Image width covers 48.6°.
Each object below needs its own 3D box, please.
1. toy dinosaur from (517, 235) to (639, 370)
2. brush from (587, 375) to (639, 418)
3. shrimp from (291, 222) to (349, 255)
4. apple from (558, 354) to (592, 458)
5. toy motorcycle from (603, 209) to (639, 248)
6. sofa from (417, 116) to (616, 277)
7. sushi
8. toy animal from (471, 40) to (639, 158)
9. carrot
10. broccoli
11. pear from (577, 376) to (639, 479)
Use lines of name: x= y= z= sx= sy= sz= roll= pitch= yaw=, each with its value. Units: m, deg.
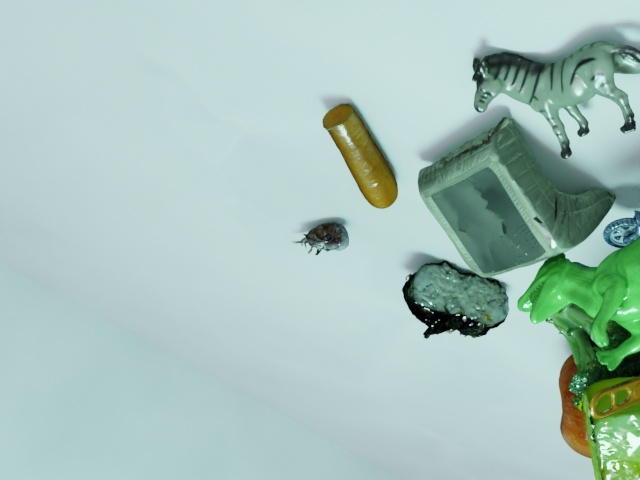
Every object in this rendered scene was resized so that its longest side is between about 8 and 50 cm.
toy dinosaur: x=0.509 y=-0.028 z=0.930 sx=0.144 sy=0.500 sz=0.374 roll=38 pitch=-175 yaw=-18
brush: x=0.492 y=0.181 z=0.972 sx=0.017 sy=0.314 sz=0.090 roll=-150 pitch=48 yaw=-65
shrimp: x=0.000 y=0.000 z=1.472 sx=0.056 sy=0.065 sz=0.165 roll=10 pitch=162 yaw=-36
apple: x=0.632 y=0.346 z=1.497 sx=0.240 sy=0.242 sz=0.242 roll=-2 pitch=146 yaw=24
toy motorcycle: x=0.564 y=-0.016 z=1.057 sx=0.254 sy=0.092 sz=0.136 roll=10 pitch=142 yaw=1
sofa: x=0.304 y=-0.077 z=1.126 sx=0.225 sy=0.176 sz=0.210 roll=54 pitch=146 yaw=-2
sushi: x=0.273 y=0.137 z=1.454 sx=0.212 sy=0.147 sz=0.115 roll=14 pitch=148 yaw=-5
toy animal: x=0.313 y=-0.202 z=0.908 sx=0.176 sy=0.073 sz=0.216 roll=47 pitch=141 yaw=-16
carrot: x=0.075 y=-0.131 z=1.190 sx=0.067 sy=0.067 sz=0.225 roll=1 pitch=146 yaw=32
broccoli: x=0.523 y=0.178 z=1.316 sx=0.269 sy=0.254 sz=0.269 roll=42 pitch=157 yaw=23
pear: x=0.595 y=0.357 z=1.134 sx=0.317 sy=0.238 sz=0.343 roll=-9 pitch=109 yaw=18
